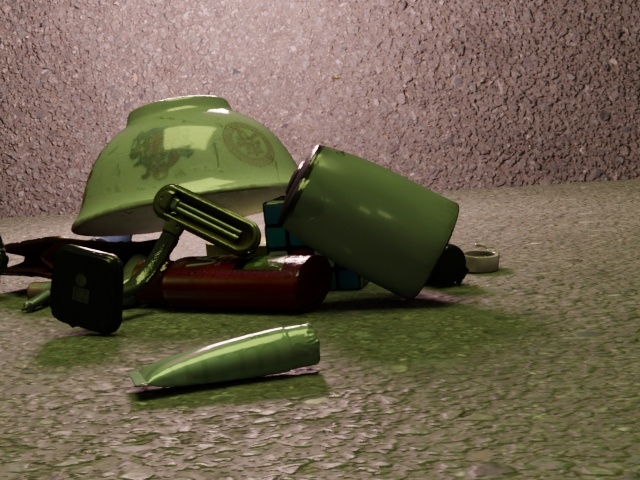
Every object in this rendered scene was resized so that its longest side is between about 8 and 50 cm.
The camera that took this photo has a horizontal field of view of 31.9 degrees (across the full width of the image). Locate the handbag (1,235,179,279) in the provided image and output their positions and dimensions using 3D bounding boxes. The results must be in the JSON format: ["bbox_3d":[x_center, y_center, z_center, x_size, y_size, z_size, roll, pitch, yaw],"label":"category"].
[{"bbox_3d":[-0.416,0.034,2.017,0.260,0.084,0.275,-1,0,-34],"label":"handbag"}]

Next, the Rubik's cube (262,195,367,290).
[{"bbox_3d":[0.000,0.000,1.858,0.154,0.151,0.155,-4,6,12],"label":"Rubik's cube"}]

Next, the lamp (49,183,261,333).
[{"bbox_3d":[-0.229,0.038,1.615,0.203,0.124,0.283,14,30,27],"label":"lamp"}]

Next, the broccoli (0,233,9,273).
[{"bbox_3d":[-0.671,0.051,2.002,0.304,0.145,0.165,-12,36,53],"label":"broccoli"}]

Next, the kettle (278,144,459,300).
[{"bbox_3d":[0.063,-0.042,1.662,0.236,0.161,0.221,25,19,-4],"label":"kettle"}]

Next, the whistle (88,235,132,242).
[{"bbox_3d":[-0.471,0.007,2.497,0.062,0.062,0.304,-4,6,0],"label":"whistle"}]

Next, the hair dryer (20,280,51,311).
[{"bbox_3d":[-0.460,0.095,1.817,0.063,0.037,0.114,-2,14,15],"label":"hair dryer"}]

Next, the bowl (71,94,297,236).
[{"bbox_3d":[-0.236,-0.141,1.987,0.435,0.196,0.435,-10,-5,-1],"label":"bowl"}]

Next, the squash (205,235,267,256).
[{"bbox_3d":[-0.105,0.020,2.243,0.252,0.048,0.252,-3,4,0],"label":"squash"}]

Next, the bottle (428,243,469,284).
[{"bbox_3d":[0.156,0.027,1.855,0.082,0.072,0.244,40,-11,-22],"label":"bottle"}]

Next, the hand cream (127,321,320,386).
[{"bbox_3d":[-0.103,0.130,1.208,0.205,0.049,0.078,-10,7,-16],"label":"hand cream"}]

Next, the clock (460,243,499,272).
[{"bbox_3d":[0.246,0.031,1.927,0.129,0.041,0.087,5,13,25],"label":"clock"}]

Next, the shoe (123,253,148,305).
[{"bbox_3d":[-0.304,0.061,1.823,0.079,0.078,0.195,0,3,23],"label":"shoe"}]

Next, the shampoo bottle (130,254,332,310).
[{"bbox_3d":[-0.141,0.062,1.698,0.314,0.076,0.118,0,21,29],"label":"shampoo bottle"}]
